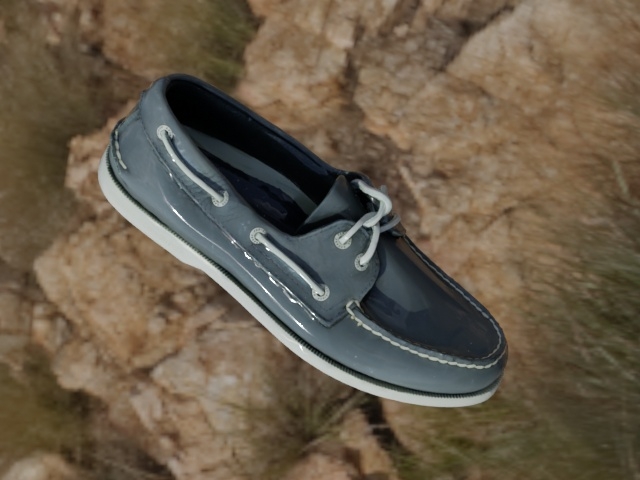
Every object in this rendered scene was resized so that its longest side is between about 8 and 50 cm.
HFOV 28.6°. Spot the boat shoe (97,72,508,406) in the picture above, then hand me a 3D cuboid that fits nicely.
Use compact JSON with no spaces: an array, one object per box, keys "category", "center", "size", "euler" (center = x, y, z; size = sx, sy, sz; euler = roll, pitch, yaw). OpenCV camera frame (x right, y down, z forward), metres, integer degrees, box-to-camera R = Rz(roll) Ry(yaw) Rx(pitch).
[{"category":"boat shoe","center":[0.000,0.000,0.848],"size":[0.319,0.116,0.099],"euler":[33,132,0]}]
